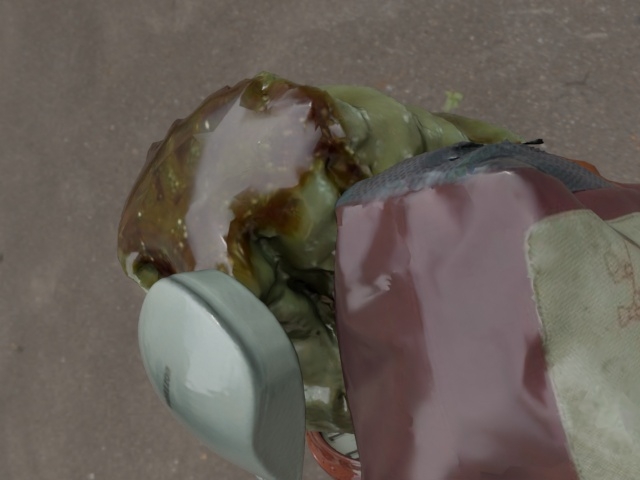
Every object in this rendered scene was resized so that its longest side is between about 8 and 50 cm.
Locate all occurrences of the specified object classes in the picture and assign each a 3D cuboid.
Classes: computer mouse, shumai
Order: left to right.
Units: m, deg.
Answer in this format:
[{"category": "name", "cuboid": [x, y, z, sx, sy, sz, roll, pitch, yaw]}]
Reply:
[{"category": "computer mouse", "cuboid": [-0.072, 0.111, 0.633, 0.128, 0.079, 0.230, 39, 151, 31]}, {"category": "shumai", "cuboid": [0.000, 0.000, 0.792, 0.398, 0.323, 0.323, -9, 68, 28]}]

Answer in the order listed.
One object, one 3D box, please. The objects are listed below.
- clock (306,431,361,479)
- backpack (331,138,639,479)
[{"category": "clock", "cuboid": [0.134, 0.229, 1.212, 0.319, 0.318, 0.080, 16, 135, 47]}, {"category": "backpack", "cuboid": [0.144, 0.085, 0.482, 0.197, 0.317, 0.283, -8, 90, 37]}]
